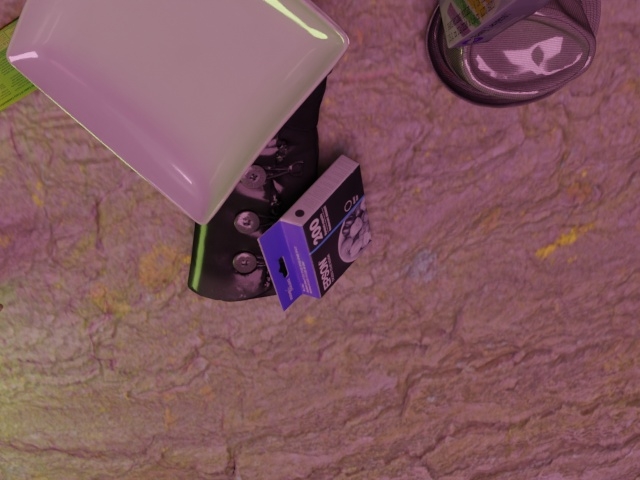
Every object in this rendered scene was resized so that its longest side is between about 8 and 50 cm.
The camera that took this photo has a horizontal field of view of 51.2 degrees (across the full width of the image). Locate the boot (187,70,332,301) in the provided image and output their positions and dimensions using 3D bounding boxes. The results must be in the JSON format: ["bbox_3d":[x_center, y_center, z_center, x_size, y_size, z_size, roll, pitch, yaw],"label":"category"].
[{"bbox_3d":[-0.180,-0.106,1.059,0.367,0.146,0.445,4,128,-6],"label":"boot"}]

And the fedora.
[{"bbox_3d":[0.299,-0.291,0.978,0.275,0.124,0.243,6,123,-9],"label":"fedora"}]

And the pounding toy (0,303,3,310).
[{"bbox_3d":[-0.646,0.100,1.176,0.181,0.094,0.206,-11,133,-4],"label":"pounding toy"}]

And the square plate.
[{"bbox_3d":[-0.185,-0.234,0.805,0.344,0.049,0.347,41,127,-6],"label":"square plate"}]

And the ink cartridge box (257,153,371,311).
[{"bbox_3d":[0.000,0.000,1.089,0.208,0.045,0.206,-46,148,-23],"label":"ink cartridge box"}]

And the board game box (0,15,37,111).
[{"bbox_3d":[-0.448,-0.261,0.976,0.181,0.043,0.092,-26,123,12],"label":"board game box"}]

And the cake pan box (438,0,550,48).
[{"bbox_3d":[0.198,-0.381,0.782,0.070,0.267,0.245,-12,93,-11],"label":"cake pan box"}]
